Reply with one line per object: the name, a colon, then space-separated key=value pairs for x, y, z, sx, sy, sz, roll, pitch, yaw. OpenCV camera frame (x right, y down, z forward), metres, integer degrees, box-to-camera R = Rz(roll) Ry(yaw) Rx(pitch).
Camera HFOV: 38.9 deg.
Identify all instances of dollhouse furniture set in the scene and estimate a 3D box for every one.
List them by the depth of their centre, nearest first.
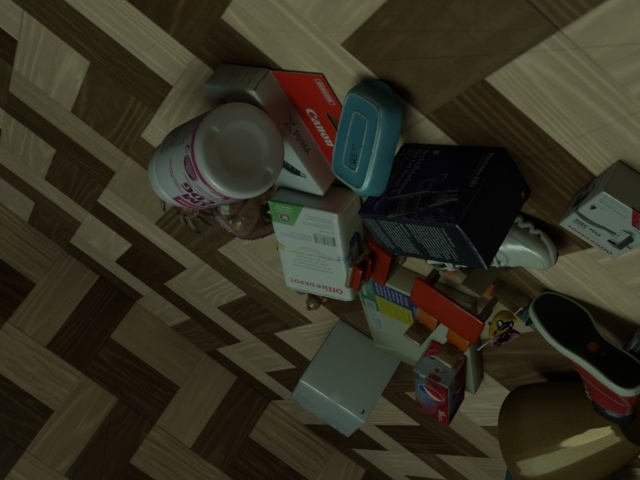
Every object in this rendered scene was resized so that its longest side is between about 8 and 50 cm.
dollhouse furniture set: x=0.189 y=0.099 z=1.674 sx=0.259 sy=0.135 sz=0.262 roll=35 pitch=148 yaw=19

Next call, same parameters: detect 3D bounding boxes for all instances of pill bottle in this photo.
pill bottle: x=-0.194 y=-0.138 z=1.592 sx=0.160 sy=0.160 sz=0.283 roll=42 pitch=158 yaw=-20

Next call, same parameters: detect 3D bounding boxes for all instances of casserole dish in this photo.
casserole dish: x=0.064 y=-0.152 z=1.379 sx=0.114 sy=0.037 sz=0.188 roll=39 pitch=129 yaw=40

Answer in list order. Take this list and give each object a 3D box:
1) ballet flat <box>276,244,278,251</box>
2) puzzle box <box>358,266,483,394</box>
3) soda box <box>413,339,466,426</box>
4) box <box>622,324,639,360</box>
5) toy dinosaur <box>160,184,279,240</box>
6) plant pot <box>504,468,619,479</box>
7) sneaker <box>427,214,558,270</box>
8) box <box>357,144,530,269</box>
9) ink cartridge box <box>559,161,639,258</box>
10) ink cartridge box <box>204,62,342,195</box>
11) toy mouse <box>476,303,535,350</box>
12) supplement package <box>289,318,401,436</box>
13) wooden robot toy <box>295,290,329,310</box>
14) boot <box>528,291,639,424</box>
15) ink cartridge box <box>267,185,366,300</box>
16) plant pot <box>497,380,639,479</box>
ballet flat: x=-0.001 y=0.000 z=1.905 sx=0.241 sy=0.091 sz=0.077 roll=8 pitch=117 yaw=40
puzzle box: x=0.223 y=0.190 z=2.002 sx=0.272 sy=0.052 sz=0.409 roll=24 pitch=156 yaw=24
soda box: x=0.270 y=0.325 z=2.039 sx=0.092 sy=0.083 sz=0.263 roll=26 pitch=158 yaw=20
box: x=0.622 y=0.223 z=1.503 sx=0.231 sy=0.056 sz=0.183 roll=28 pitch=158 yaw=15
toy dinosaur: x=-0.182 y=-0.069 z=1.823 sx=0.296 sy=0.200 sz=0.127 roll=38 pitch=158 yaw=-12
plant pot: x=0.549 y=0.589 z=2.147 sx=0.195 sy=0.290 sz=0.290 roll=63 pitch=-179 yaw=40
sneaker: x=0.247 y=0.006 z=1.496 sx=0.292 sy=0.118 sz=0.110 roll=17 pitch=151 yaw=33
box: x=0.189 y=-0.056 z=1.394 sx=0.207 sy=0.153 sz=0.108 roll=7 pitch=146 yaw=46
ink cartridge box: x=0.408 y=-0.038 z=1.251 sx=0.099 sy=0.056 sz=0.135 roll=33 pitch=158 yaw=1
ink cartridge box: x=-0.042 y=-0.183 z=1.579 sx=0.239 sy=0.060 sz=0.275 roll=16 pitch=152 yaw=41
toy mouse: x=0.361 y=0.155 z=1.685 sx=0.161 sy=0.143 sz=0.031 roll=-49 pitch=54 yaw=38
supplement package: x=0.062 y=0.371 z=2.413 sx=0.199 sy=0.198 sz=0.262 roll=33 pitch=159 yaw=4
wooden robot toy: x=-0.020 y=0.129 z=2.180 sx=0.173 sy=0.079 sz=0.076 roll=6 pitch=146 yaw=49
boot: x=0.457 y=0.212 z=1.587 sx=0.244 sy=0.088 sz=0.176 roll=47 pitch=165 yaw=33
ink cartridge box: x=0.000 y=0.000 z=1.750 sx=0.154 sy=0.093 sz=0.212 roll=11 pitch=129 yaw=27
plant pot: x=0.521 y=0.372 z=1.774 sx=0.237 sy=0.237 sz=0.254 roll=39 pitch=144 yaw=-14
